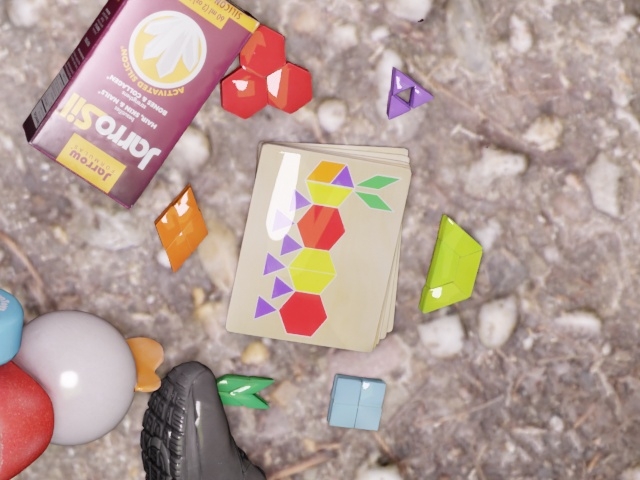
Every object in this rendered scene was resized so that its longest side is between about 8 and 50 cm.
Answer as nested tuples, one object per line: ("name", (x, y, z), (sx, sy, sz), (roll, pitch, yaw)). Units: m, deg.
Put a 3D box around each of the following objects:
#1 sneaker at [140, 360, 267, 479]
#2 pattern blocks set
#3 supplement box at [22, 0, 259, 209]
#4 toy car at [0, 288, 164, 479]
("sneaker", (-0.080, 0.233, 1.699), (0.130, 0.109, 0.286), (-13, 113, -18))
("pattern blocks set", (0.000, 0.000, 1.688), (0.285, 0.026, 0.325), (18, 99, -15))
("supplement box", (-0.148, -0.134, 1.597), (0.104, 0.081, 0.188), (33, 95, -17))
("toy car", (-0.246, 0.109, 1.610), (0.238, 0.210, 0.219), (-12, 122, -38))
